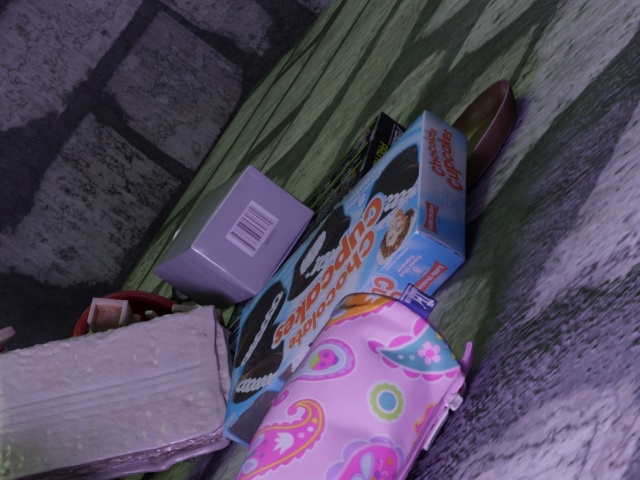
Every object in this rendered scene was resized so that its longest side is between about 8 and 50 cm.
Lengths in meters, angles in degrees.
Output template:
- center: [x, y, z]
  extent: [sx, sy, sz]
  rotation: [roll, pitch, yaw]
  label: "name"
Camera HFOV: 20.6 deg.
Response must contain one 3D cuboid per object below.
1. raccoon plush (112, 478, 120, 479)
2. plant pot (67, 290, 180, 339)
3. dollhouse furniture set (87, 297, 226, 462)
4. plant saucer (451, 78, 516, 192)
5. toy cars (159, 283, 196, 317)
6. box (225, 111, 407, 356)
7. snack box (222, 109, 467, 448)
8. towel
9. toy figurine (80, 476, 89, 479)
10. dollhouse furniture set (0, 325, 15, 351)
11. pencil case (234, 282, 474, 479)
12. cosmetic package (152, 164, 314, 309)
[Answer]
- center: [-0.474, 0.363, 2.332]
  extent: [0.446, 0.299, 0.216]
  rotation: [-59, 11, -27]
  label: "raccoon plush"
- center: [-0.243, 0.186, 2.204]
  extent: [0.174, 0.191, 0.191]
  rotation: [-54, 6, 45]
  label: "plant pot"
- center: [-0.202, 0.174, 2.039]
  extent: [0.101, 0.160, 0.182]
  rotation: [79, -162, -59]
  label: "dollhouse furniture set"
- center: [0.143, -0.086, 1.752]
  extent: [0.168, 0.029, 0.168]
  rotation: [-52, 10, 13]
  label: "plant saucer"
- center: [-0.206, 0.122, 2.574]
  extent: [0.394, 0.087, 0.176]
  rotation: [-53, 14, -16]
  label: "toy cars"
- center: [0.000, 0.000, 2.056]
  extent: [0.270, 0.060, 0.216]
  rotation: [-49, 10, 27]
  label: "box"
- center: [0.023, 0.044, 1.684]
  extent: [0.322, 0.060, 0.187]
  rotation: [-48, 22, 33]
  label: "snack box"
- center: [-0.229, 0.175, 1.941]
  extent: [0.049, 0.282, 0.187]
  rotation: [78, 180, -47]
  label: "towel"
- center: [-0.296, 0.375, 1.970]
  extent: [0.191, 0.217, 0.362]
  rotation: [-42, 50, -14]
  label: "toy figurine"
- center: [-0.438, 0.251, 2.183]
  extent: [0.201, 0.374, 0.152]
  rotation: [-24, -10, -22]
  label: "dollhouse furniture set"
- center: [0.004, 0.169, 1.253]
  extent: [0.284, 0.124, 0.124]
  rotation: [-58, 10, -29]
  label: "pencil case"
- center: [-0.107, 0.002, 2.081]
  extent: [0.127, 0.107, 0.238]
  rotation: [-56, 7, -14]
  label: "cosmetic package"
